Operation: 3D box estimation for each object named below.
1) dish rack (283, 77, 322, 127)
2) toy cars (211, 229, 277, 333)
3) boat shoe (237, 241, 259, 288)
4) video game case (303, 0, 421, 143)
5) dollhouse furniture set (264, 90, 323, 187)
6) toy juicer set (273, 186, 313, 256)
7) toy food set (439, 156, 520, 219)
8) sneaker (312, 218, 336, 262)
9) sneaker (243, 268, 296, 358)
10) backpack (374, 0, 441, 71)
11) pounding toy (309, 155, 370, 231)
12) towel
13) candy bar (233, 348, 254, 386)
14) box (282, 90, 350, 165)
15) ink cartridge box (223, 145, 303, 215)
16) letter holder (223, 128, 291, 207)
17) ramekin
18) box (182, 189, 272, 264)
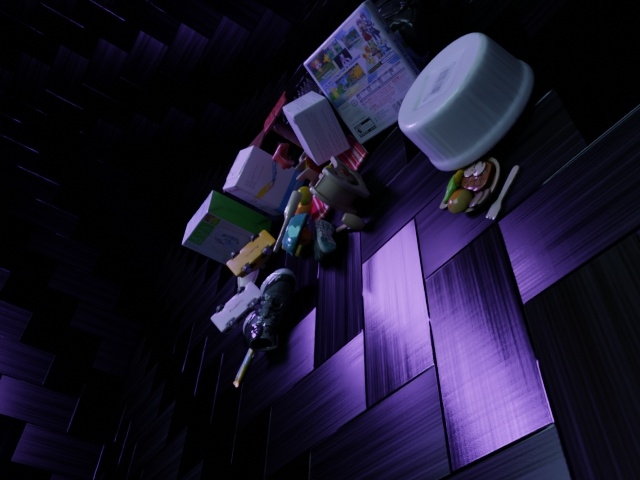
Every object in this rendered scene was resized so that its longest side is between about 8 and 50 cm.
[{"bbox_3d":[-0.059,-0.616,2.445,0.271,0.074,0.208,-53,25,23],"label":"dish rack"},{"bbox_3d":[-0.248,0.148,1.967,0.177,0.087,0.393,-3,57,23],"label":"toy cars"},{"bbox_3d":[-0.248,0.104,2.092,0.065,0.075,0.206,66,-150,-61],"label":"boat shoe"},{"bbox_3d":[0.125,-0.452,1.589,0.036,0.300,0.329,-42,10,-31],"label":"video game case"},{"bbox_3d":[-0.077,-0.366,2.031,0.152,0.201,0.374,-53,23,23],"label":"dollhouse furniture set"},{"bbox_3d":[-0.054,-0.054,1.647,0.329,0.090,0.209,23,-94,-87],"label":"toy juicer set"},{"bbox_3d":[0.300,-0.110,1.128,0.132,0.039,0.192,-63,22,-1],"label":"toy food set"},{"bbox_3d":[0.000,0.000,1.638,0.076,0.065,0.166,-59,17,29],"label":"sneaker"},{"bbox_3d":[-0.139,0.219,1.649,0.268,0.101,0.153,-60,22,22],"label":"sneaker"},{"bbox_3d":[0.185,-0.573,1.675,0.356,0.273,0.290,-15,50,33],"label":"backpack"},{"bbox_3d":[0.030,-0.121,1.580,0.154,0.154,0.269,-54,23,20],"label":"pounding toy"},{"bbox_3d":[0.045,-0.193,1.795,0.274,0.031,0.199,-55,24,17],"label":"towel"},{"bbox_3d":[-0.230,0.376,1.769,0.161,0.018,0.040,-66,22,-6],"label":"candy bar"},{"bbox_3d":[-0.016,-0.357,1.797,0.119,0.181,0.181,-30,25,-2],"label":"box"},{"bbox_3d":[-0.209,-0.217,2.107,0.171,0.233,0.168,1,66,65],"label":"ink cartridge box"},{"bbox_3d":[-0.262,-0.319,2.455,0.302,0.152,0.214,-37,31,47],"label":"letter holder"},{"bbox_3d":[0.291,-0.296,1.194,0.277,0.135,0.277,-46,23,26],"label":"ramekin"},{"bbox_3d":[-0.360,-0.033,2.197,0.231,0.262,0.126,-44,29,37],"label":"box"}]
